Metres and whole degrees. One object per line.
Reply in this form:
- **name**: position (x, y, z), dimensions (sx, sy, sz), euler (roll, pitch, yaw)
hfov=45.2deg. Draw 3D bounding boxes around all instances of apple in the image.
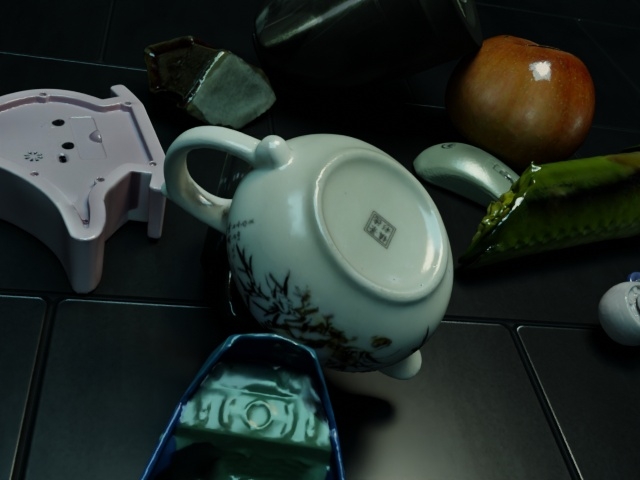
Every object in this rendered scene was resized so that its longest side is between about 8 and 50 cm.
- **apple**: position (0.296, -0.213, 1.142), dimensions (0.210, 0.173, 0.235), euler (-9, 38, -41)

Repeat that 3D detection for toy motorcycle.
- **toy motorcycle**: position (-0.055, 0.182, 0.526), dimensions (0.191, 0.200, 0.326), euler (10, 40, -5)
- **toy motorcycle**: position (0.430, 0.071, 0.920), dimensions (0.254, 0.112, 0.112), euler (-18, 48, -34)

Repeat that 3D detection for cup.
- **cup**: position (-0.032, 0.007, 0.792), dimensions (0.176, 0.169, 0.223), euler (16, 52, -11)

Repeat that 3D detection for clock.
- **clock**: position (-0.303, -0.061, 0.841), dimensions (0.275, 0.080, 0.290), euler (-9, 43, -27)

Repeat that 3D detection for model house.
- **model house**: position (-0.166, -0.223, 1.089), dimensions (0.152, 0.106, 0.165), euler (27, 2, 33)

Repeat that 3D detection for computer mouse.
- **computer mouse**: position (0.220, -0.093, 1.076), dimensions (0.182, 0.056, 0.089), euler (28, 44, 16)

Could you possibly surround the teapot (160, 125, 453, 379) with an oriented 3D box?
- **teapot**: position (0.000, 0.000, 0.665), dimensions (0.300, 0.166, 0.208), euler (35, 60, -2)

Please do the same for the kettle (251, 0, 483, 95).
- **kettle**: position (0.059, -0.339, 1.169), dimensions (0.324, 0.228, 0.321), euler (-19, 9, 22)

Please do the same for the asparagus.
- **asparagus**: position (0.325, -0.048, 1.006), dimensions (0.382, 0.128, 0.108), euler (-10, 8, -27)
